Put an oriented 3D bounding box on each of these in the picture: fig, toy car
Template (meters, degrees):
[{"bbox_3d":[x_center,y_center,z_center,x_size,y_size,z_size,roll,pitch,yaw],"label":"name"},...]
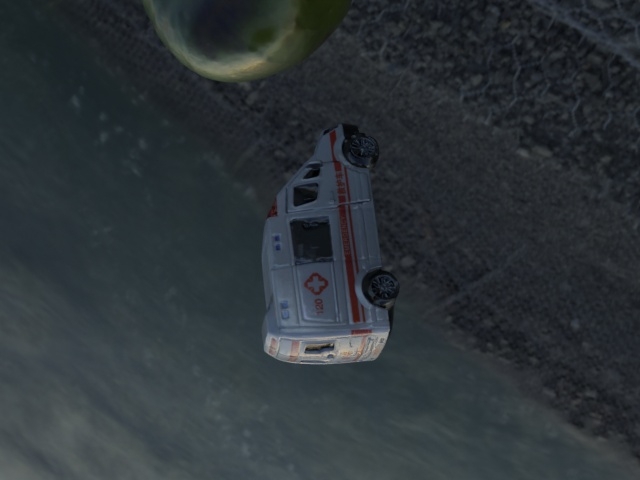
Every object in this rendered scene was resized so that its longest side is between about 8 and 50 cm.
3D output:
[{"bbox_3d":[-0.062,-0.262,0.906,0.203,0.225,0.203,11,108,36],"label":"fig"},{"bbox_3d":[0.000,0.000,0.763,0.108,0.209,0.089,-3,155,-7],"label":"toy car"}]
